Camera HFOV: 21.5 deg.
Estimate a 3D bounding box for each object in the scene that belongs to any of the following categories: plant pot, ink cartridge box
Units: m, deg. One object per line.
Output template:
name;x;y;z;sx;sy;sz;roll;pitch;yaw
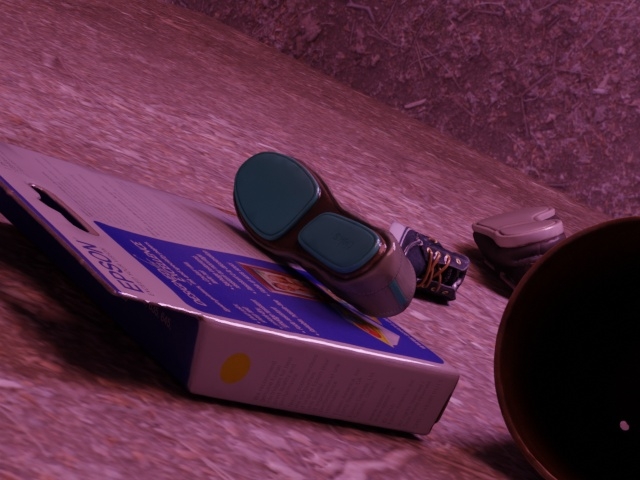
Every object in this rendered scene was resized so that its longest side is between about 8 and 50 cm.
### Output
plant pot;0.254;0.110;1.290;0.215;0.215;0.230;27;-5;17
ink cartridge box;-0.103;0.027;1.197;0.307;0.072;0.303;14;15;-40

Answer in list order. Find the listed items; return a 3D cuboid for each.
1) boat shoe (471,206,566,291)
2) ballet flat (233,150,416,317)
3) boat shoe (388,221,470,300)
boat shoe;0.251;0.019;2.078;0.112;0.095;0.335;-11;5;4
ballet flat;0.000;0.000;1.260;0.068;0.072;0.213;52;-8;-36
boat shoe;0.104;0.024;1.702;0.083;0.065;0.183;24;9;9
